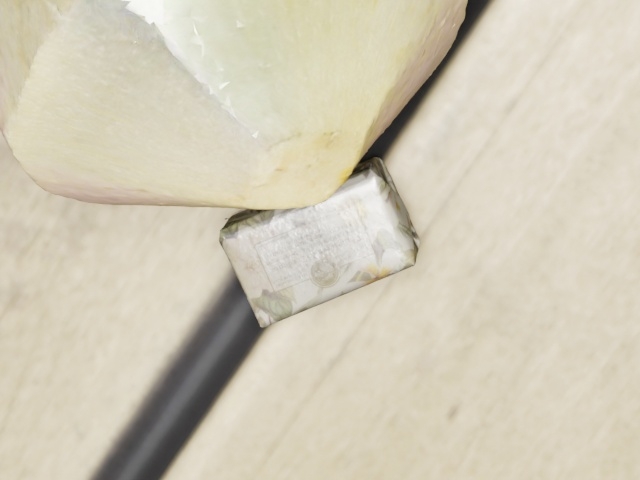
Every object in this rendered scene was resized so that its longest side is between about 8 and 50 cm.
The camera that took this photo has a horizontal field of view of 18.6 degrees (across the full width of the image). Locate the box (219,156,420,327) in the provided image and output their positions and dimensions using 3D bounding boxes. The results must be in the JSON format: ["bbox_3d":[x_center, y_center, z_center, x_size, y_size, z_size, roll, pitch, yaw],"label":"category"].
[{"bbox_3d":[0.000,0.000,1.053,0.098,0.045,0.062,-24,100,11],"label":"box"}]

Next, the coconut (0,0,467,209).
[{"bbox_3d":[-0.052,-0.126,0.941,0.259,0.259,0.259,2,103,7],"label":"coconut"}]
